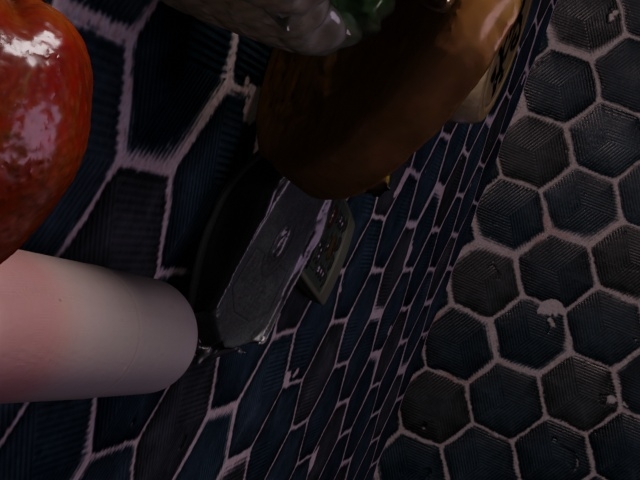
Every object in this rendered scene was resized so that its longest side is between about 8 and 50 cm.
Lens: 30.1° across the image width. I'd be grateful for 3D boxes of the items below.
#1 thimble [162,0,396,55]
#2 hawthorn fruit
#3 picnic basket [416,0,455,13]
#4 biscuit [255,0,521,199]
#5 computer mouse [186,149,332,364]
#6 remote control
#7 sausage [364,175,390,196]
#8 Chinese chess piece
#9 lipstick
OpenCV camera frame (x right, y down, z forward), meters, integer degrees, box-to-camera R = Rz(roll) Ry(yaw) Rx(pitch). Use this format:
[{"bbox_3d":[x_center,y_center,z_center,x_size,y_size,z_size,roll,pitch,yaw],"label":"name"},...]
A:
[{"bbox_3d":[-0.023,-0.218,0.702,0.219,0.150,0.219,20,90,-75],"label":"thimble"},{"bbox_3d":[-0.158,-0.047,0.481,0.138,0.133,0.133,-62,167,4],"label":"hawthorn fruit"},{"bbox_3d":[0.076,-0.226,0.646,0.110,0.055,0.193,53,57,-74],"label":"picnic basket"},{"bbox_3d":[0.066,-0.203,0.878,0.385,0.062,0.365,0,-110,69],"label":"biscuit"},{"bbox_3d":[-0.065,0.004,1.071,0.231,0.071,0.126,-64,155,-7],"label":"computer mouse"},{"bbox_3d":[0.000,0.000,1.394,0.285,0.038,0.123,61,52,-74],"label":"remote control"},{"bbox_3d":[0.055,-0.220,1.080,0.082,0.082,0.371,75,25,-69],"label":"sausage"},{"bbox_3d":[0.216,-0.290,1.659,0.257,0.104,0.257,21,90,-78],"label":"Chinese chess piece"},{"bbox_3d":[-0.163,0.053,0.712,0.327,0.087,0.087,25,86,-77],"label":"lipstick"}]
